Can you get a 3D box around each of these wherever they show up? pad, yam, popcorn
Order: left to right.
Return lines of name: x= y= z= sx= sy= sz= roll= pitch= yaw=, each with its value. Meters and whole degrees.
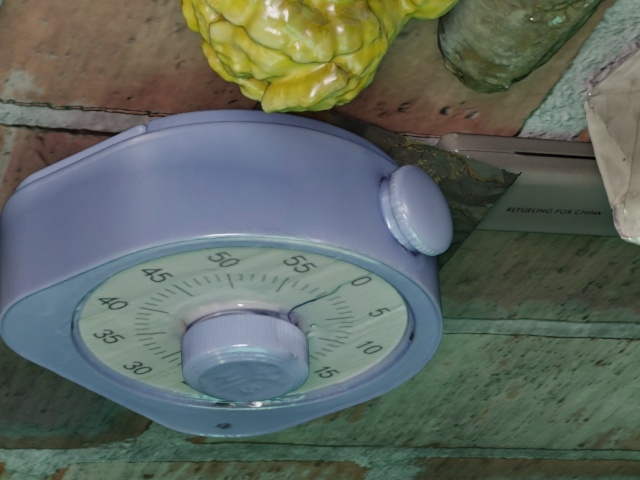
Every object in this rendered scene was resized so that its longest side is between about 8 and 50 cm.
popcorn: x=-0.005 y=-0.188 z=1.233 sx=0.195 sy=0.168 sz=0.173 roll=-40 pitch=166 yaw=-24
pad: x=0.000 y=0.000 z=1.608 sx=0.248 sy=0.007 sz=0.367 roll=16 pitch=143 yaw=-15
yam: x=0.173 y=-0.221 z=1.253 sx=0.133 sy=0.133 sz=0.330 roll=0 pitch=152 yaw=-17

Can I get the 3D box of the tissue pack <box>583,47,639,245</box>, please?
tissue pack: x=0.453 y=-0.082 z=1.493 sx=0.356 sy=0.194 sz=0.266 roll=15 pitch=142 yaw=-35

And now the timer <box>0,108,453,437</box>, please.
timer: x=-0.060 y=0.042 z=1.483 sx=0.395 sy=0.173 sz=0.395 roll=-2 pitch=149 yaw=-1

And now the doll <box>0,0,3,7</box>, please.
doll: x=-0.286 y=-0.203 z=1.185 sx=0.142 sy=0.076 sz=0.245 roll=-2 pitch=144 yaw=-12

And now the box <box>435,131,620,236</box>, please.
box: x=0.214 y=-0.051 z=1.606 sx=0.244 sy=0.055 sz=0.103 roll=2 pitch=147 yaw=-21
